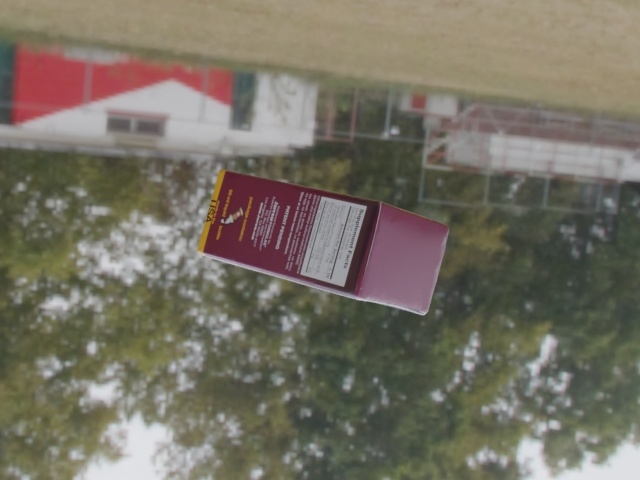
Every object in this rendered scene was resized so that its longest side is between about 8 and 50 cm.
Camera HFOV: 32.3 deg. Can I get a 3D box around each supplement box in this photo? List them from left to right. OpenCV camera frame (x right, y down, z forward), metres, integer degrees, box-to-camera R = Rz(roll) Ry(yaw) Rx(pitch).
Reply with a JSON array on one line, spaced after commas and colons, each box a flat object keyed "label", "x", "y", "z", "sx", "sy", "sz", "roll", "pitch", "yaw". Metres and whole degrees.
[{"label": "supplement box", "x": 0.000, "y": 0.000, "z": 0.948, "sx": 0.188, "sy": 0.081, "sz": 0.104, "roll": 13, "pitch": 178, "yaw": 40}]
